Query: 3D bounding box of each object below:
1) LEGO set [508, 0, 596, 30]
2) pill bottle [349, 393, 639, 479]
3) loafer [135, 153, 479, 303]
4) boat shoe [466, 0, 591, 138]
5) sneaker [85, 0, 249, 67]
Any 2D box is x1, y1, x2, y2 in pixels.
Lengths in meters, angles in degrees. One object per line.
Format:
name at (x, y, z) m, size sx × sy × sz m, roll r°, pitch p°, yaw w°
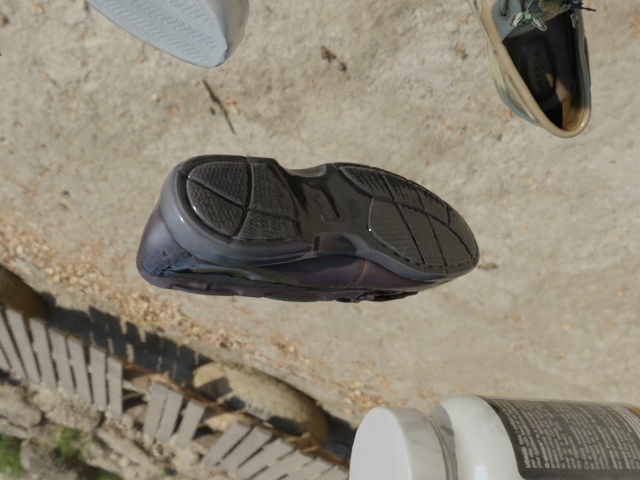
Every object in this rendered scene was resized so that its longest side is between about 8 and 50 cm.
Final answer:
LEGO set at (0.155, -0.157, 0.411) m, size 0.083 × 0.024 × 0.054 m, roll -11°, pitch 151°, yaw 15°
pill bottle at (0.177, 0.221, 0.599) m, size 0.278 × 0.162 × 0.162 m, roll 7°, pitch 151°, yaw -17°
loafer at (0.000, 0.000, 0.534) m, size 0.302 × 0.109 × 0.095 m, roll 6°, pitch 144°, yaw -40°
boat shoe at (0.209, -0.256, 0.675) m, size 0.121 × 0.110 × 0.341 m, roll -30°, pitch 126°, yaw 8°
sneaker at (-0.127, -0.253, 0.453) m, size 0.292 × 0.169 × 0.108 m, roll 39°, pitch 153°, yaw 8°
